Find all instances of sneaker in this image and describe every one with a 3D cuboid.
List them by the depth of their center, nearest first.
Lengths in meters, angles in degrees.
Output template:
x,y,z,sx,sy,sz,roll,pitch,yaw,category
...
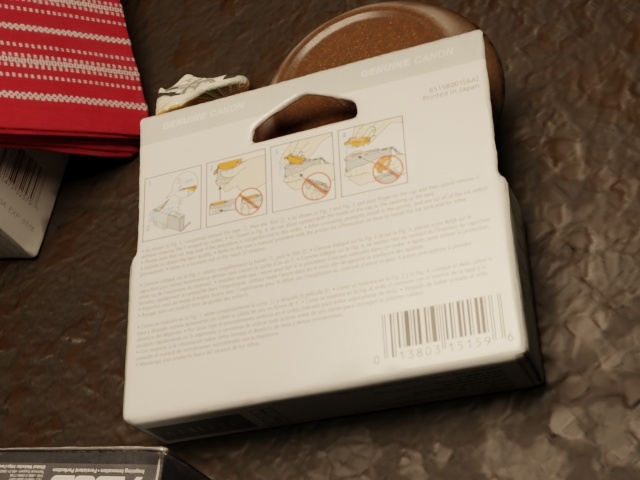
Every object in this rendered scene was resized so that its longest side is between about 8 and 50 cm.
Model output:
x,y,z,sx,sy,sz,roll,pitch,yaw,category
-0.097,-0.123,0.926,0.083,0.032,0.037,-17,56,14,sneaker

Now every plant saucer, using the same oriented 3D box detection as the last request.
x,y,z,sx,sy,sz,roll,pitch,yaw,category
0.036,-0.108,0.854,0.198,0.036,0.199,-11,58,18,plant saucer

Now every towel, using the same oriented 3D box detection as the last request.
x,y,z,sx,sy,sz,roll,pitch,yaw,category
-0.245,-0.196,0.905,0.031,0.198,0.275,-29,70,43,towel

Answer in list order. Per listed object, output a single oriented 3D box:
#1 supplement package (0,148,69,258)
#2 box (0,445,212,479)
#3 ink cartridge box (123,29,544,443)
x,y,z,sx,sy,sz,roll,pitch,yaw,category
-0.319,-0.052,0.941,0.179,0.105,0.105,-1,62,25,supplement package
-0.275,0.292,0.729,0.394,0.097,0.318,-4,59,22,box
0.000,0.000,0.786,0.275,0.060,0.239,-12,60,19,ink cartridge box
